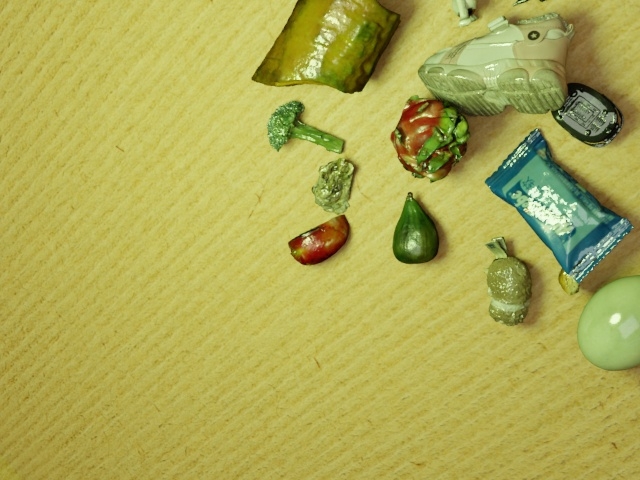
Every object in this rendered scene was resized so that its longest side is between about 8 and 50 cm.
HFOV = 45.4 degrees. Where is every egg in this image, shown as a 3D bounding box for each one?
[{"bbox_3d":[0.698,0.187,1.746,0.186,0.186,0.253,36,116,6],"label":"egg"}]

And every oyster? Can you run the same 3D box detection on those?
[{"bbox_3d":[0.030,-0.147,1.955,0.108,0.053,0.166,27,119,21],"label":"oyster"}]

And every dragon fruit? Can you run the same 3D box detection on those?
[{"bbox_3d":[0.257,-0.220,1.749,0.198,0.269,0.200,-2,110,-12],"label":"dragon fruit"}]

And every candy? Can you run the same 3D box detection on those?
[{"bbox_3d":[0.541,-0.083,1.757,0.187,0.077,0.331,-49,64,22],"label":"candy"}]

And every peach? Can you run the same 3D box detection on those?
[{"bbox_3d":[0.003,0.006,1.984,0.172,0.127,0.093,-24,88,-3],"label":"peach"}]

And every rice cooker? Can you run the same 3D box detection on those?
[{"bbox_3d":[0.589,-0.282,1.703,0.165,0.106,0.112,40,109,16],"label":"rice cooker"}]

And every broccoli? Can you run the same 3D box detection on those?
[{"bbox_3d":[-0.038,-0.270,1.929,0.204,0.122,0.118,18,125,-2],"label":"broccoli"}]

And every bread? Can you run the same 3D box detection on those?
[{"bbox_3d":[0.588,0.083,1.799,0.053,0.106,0.072,9,108,15],"label":"bread"}]

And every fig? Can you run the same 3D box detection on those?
[{"bbox_3d":[0.235,-0.030,1.895,0.117,0.117,0.178,-4,86,19],"label":"fig"}]

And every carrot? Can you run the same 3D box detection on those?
[{"bbox_3d":[0.023,-0.455,1.770,0.241,0.241,0.341,36,111,6],"label":"carrot"}]

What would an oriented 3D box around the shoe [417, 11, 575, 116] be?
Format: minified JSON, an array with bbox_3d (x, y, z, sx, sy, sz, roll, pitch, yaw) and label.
[{"bbox_3d":[0.399,-0.396,1.715,0.350,0.172,0.198,12,72,34],"label":"shoe"}]

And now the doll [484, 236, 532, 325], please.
[{"bbox_3d":[0.456,0.098,1.851,0.115,0.105,0.221,3,101,61],"label":"doll"}]

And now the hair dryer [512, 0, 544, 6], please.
[{"bbox_3d":[0.462,-0.559,1.714,0.083,0.031,0.079,-25,85,31],"label":"hair dryer"}]

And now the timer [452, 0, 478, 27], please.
[{"bbox_3d":[0.289,-0.606,1.684,0.175,0.175,0.266,-14,103,21],"label":"timer"}]
